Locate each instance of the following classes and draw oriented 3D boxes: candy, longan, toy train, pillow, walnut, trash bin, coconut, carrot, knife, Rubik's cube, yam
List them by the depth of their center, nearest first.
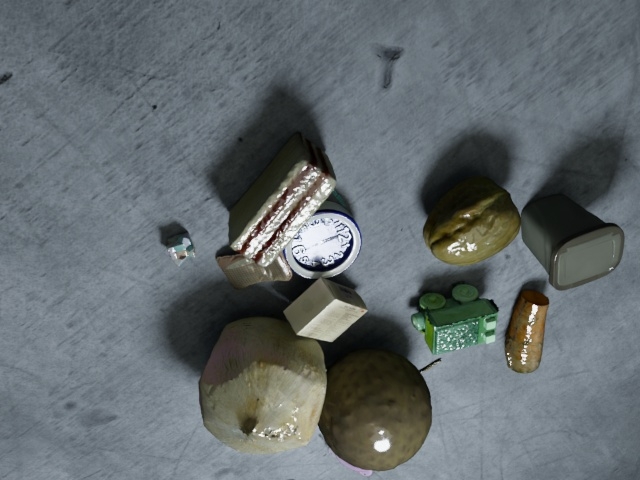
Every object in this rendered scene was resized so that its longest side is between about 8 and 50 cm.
[{"bbox_3d":[-0.102,-0.106,1.525,0.135,0.179,0.321,34,108,-28],"label":"candy"},{"bbox_3d":[-0.385,0.027,1.597,0.084,0.073,0.075,-32,123,4],"label":"Rubik's cube"},{"bbox_3d":[0.049,-0.127,1.654,0.014,0.005,0.091,-31,125,10],"label":"knife"},{"bbox_3d":[-0.188,0.078,1.667,0.211,0.034,0.135,-12,123,22],"label":"pillow"},{"bbox_3d":[0.431,-0.049,1.677,0.282,0.227,0.283,-29,160,-12],"label":"walnut"},{"bbox_3d":[-0.169,0.449,1.710,0.404,0.405,0.405,-7,123,-11],"label":"coconut"},{"bbox_3d":[0.744,-0.004,1.768,0.219,0.250,0.219,-18,125,-3],"label":"trash bin"},{"bbox_3d":[0.165,0.543,1.883,0.390,0.391,0.391,-7,123,-11],"label":"longan"},{"bbox_3d":[0.435,0.255,1.888,0.271,0.188,0.159,-12,125,-10],"label":"toy train"},{"bbox_3d":[0.726,0.324,2.046,0.138,0.139,0.302,-1,114,-14],"label":"carrot"},{"bbox_3d":[0.393,0.460,2.111,0.107,0.014,0.014,-32,124,7],"label":"yam"}]

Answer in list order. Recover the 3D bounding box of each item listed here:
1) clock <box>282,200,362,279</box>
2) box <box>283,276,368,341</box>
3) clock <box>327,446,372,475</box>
[{"bbox_3d":[0.000,0.000,1.679,0.230,0.083,0.231,-7,121,-12],"label":"clock"},{"bbox_3d":[0.019,0.212,1.761,0.168,0.095,0.212,-41,149,14],"label":"box"},{"bbox_3d":[0.143,0.737,2.121,0.227,0.090,0.248,28,126,11],"label":"clock"}]
